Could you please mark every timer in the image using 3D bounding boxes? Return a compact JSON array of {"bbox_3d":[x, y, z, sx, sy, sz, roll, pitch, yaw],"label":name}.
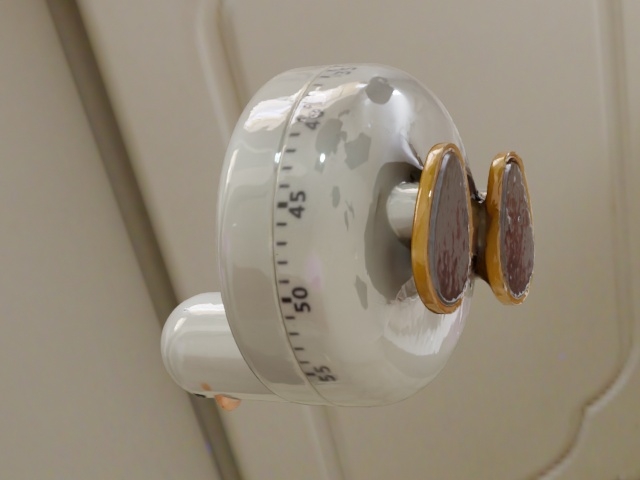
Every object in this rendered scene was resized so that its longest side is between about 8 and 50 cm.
[{"bbox_3d":[0.000,0.000,1.069,0.240,0.233,0.233,-1,43,26],"label":"timer"}]
